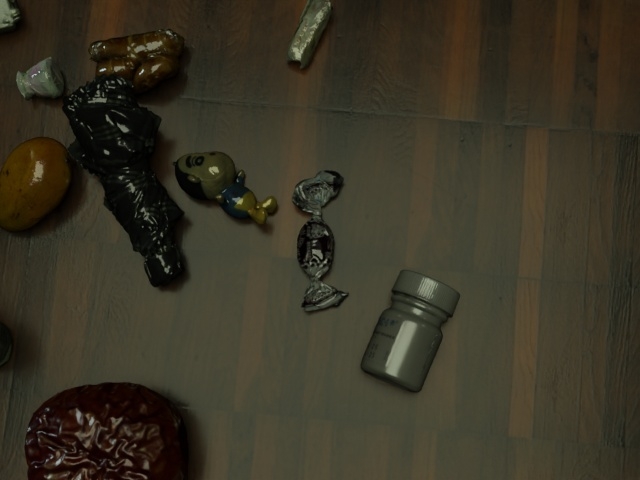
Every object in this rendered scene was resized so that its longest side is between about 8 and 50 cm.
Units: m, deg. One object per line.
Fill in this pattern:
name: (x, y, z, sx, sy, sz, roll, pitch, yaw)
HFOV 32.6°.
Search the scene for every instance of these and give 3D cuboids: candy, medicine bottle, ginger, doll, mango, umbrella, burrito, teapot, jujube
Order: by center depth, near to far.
jujube: (-0.313, 0.315, 1.620, 0.232, 0.213, 0.213, -6, 80, 0)
medicine bottle: (0.137, 0.140, 1.677, 0.105, 0.105, 0.168, 23, 82, 6)
umbrella: (-0.284, -0.101, 1.731, 0.154, 0.128, 0.336, -34, 87, 16)
candy: (0.000, 0.000, 1.733, 0.094, 0.051, 0.226, 1, 80, -1)
doll: (-0.154, -0.090, 1.740, 0.179, 0.102, 0.089, 23, 121, 5)
mango: (-0.459, -0.087, 1.744, 0.115, 0.089, 0.165, 22, 86, 26)
ginger: (-0.299, -0.284, 1.786, 0.162, 0.073, 0.103, -6, 66, 7)
teapot: (-0.460, -0.266, 1.797, 0.064, 0.064, 0.083, -14, 48, 7)
burrito: (-0.014, -0.353, 1.799, 0.055, 0.041, 0.149, 20, 81, 19)

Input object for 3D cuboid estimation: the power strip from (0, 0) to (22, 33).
power strip: (-0.636, -0.353, 1.789, 0.286, 0.048, 0.080, -17, 89, -14)

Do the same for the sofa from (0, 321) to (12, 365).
sofa: (-0.613, 0.147, 1.652, 0.225, 0.210, 0.176, 34, 81, 6)
